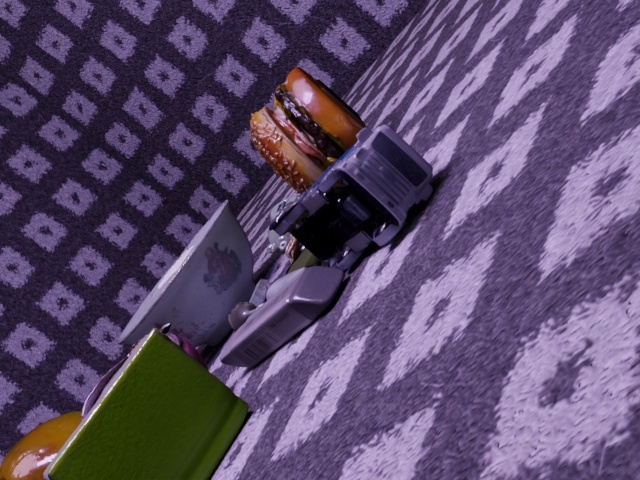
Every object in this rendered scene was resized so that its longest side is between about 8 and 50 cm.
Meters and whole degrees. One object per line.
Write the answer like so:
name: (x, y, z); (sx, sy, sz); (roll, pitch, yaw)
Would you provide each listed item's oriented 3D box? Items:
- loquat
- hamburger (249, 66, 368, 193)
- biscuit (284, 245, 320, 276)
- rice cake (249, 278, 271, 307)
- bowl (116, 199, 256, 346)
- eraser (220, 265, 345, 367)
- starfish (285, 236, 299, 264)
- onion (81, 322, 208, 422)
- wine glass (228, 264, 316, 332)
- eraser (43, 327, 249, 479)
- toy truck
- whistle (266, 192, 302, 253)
loquat: (-0.478, 0.458, 1.806); (0.276, 0.276, 0.284); (-42, 10, 49)
hamburger: (-0.021, -0.231, 2.138); (0.225, 0.291, 0.291); (-45, 10, 8)
biscuit: (0.000, 0.000, 1.857); (0.099, 0.038, 0.322); (-35, 18, 53)
rice cake: (-0.137, 0.140, 2.019); (0.043, 0.034, 0.211); (-58, 6, 23)
bowl: (-0.280, 0.127, 2.270); (0.435, 0.196, 0.435); (-51, 9, 12)
eraser: (-0.071, 0.135, 1.609); (0.352, 0.061, 0.089); (-43, 13, 50)
starfish: (-0.022, -0.043, 1.994); (0.247, 0.050, 0.138); (-54, -9, -29)
onion: (-0.299, 0.342, 1.671); (0.267, 0.159, 0.348); (-34, 32, 28)
wine glass: (-0.076, 0.106, 1.706); (0.262, 0.074, 0.074); (-32, 21, 51)
eraser: (-0.254, 0.299, 1.423); (0.274, 0.210, 0.092); (-54, 7, -29)
toy truck: (0.043, -0.058, 1.523); (0.175, 0.146, 0.367); (-52, 8, -24)
whistle: (-0.066, -0.042, 2.151); (0.253, 0.102, 0.106); (-80, -13, -59)
